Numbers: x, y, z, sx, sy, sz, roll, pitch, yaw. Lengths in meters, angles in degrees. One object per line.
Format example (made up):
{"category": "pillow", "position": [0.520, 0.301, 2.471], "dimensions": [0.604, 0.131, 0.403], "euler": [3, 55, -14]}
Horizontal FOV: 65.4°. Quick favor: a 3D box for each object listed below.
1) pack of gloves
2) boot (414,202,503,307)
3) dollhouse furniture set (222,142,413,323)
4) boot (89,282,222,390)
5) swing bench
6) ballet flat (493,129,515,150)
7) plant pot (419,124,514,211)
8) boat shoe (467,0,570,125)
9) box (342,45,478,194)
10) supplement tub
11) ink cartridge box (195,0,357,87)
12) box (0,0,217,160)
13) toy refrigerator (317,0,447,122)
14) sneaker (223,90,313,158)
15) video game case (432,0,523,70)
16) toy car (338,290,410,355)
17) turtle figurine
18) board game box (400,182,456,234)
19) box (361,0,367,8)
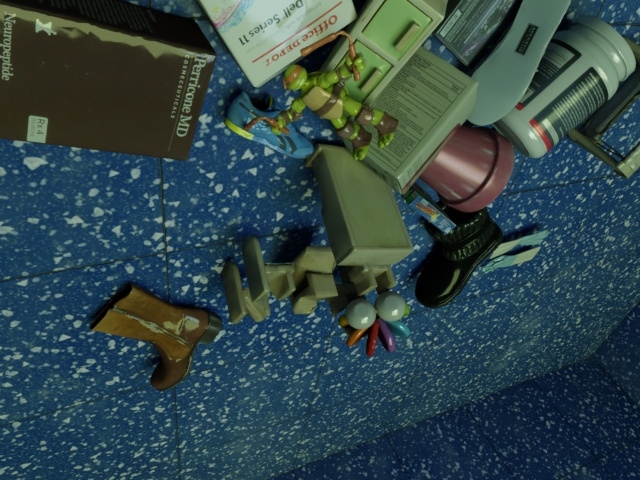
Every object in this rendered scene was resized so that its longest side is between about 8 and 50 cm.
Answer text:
{"category": "pack of gloves", "position": [0.659, 0.027, 1.713], "dimensions": [0.232, 0.046, 0.195], "euler": [-15, 149, -15]}
{"category": "boot", "position": [0.363, 0.032, 1.438], "dimensions": [0.348, 0.131, 0.260], "euler": [-52, 144, 7]}
{"category": "dollhouse furniture set", "position": [0.000, 0.000, 1.169], "dimensions": [0.362, 0.256, 0.394], "euler": [1, 151, -32]}
{"category": "boot", "position": [-0.414, 0.245, 1.197], "dimensions": [0.264, 0.096, 0.280], "euler": [-44, 138, 15]}
{"category": "swing bench", "position": [0.780, -0.318, 1.251], "dimensions": [0.165, 0.255, 0.253], "euler": [18, 120, -43]}
{"category": "ballet flat", "position": [0.493, -0.267, 1.273], "dimensions": [0.221, 0.077, 0.079], "euler": [-35, 161, 4]}
{"category": "plant pot", "position": [0.306, -0.187, 1.152], "dimensions": [0.180, 0.201, 0.201], "euler": [20, 119, -26]}
{"category": "boat shoe", "position": [0.400, -0.383, 1.026], "dimensions": [0.105, 0.113, 0.306], "euler": [-37, 151, -60]}
{"category": "box", "position": [0.175, -0.232, 0.980], "dimensions": [0.232, 0.148, 0.127], "euler": [-50, 163, 2]}
{"category": "supplement tub", "position": [0.524, -0.337, 1.118], "dimensions": [0.272, 0.191, 0.191], "euler": [-42, 139, 14]}
{"category": "ink cartridge box", "position": [-0.081, -0.384, 0.741], "dimensions": [0.207, 0.119, 0.353], "euler": [-34, 141, 2]}
{"category": "box", "position": [-0.362, -0.242, 0.697], "dimensions": [0.381, 0.143, 0.191], "euler": [0, 131, -35]}
{"category": "toy refrigerator", "position": [0.083, -0.316, 0.840], "dimensions": [0.102, 0.094, 0.269], "euler": [31, 139, -15]}
{"category": "sneaker", "position": [-0.080, -0.219, 0.953], "dimensions": [0.209, 0.069, 0.082], "euler": [16, 118, -42]}
{"category": "video game case", "position": [0.311, -0.435, 0.930], "dimensions": [0.196, 0.026, 0.274], "euler": [-51, 161, 22]}
{"category": "toy car", "position": [0.141, 0.214, 1.237], "dimensions": [0.182, 0.136, 0.159], "euler": [-13, 156, -6]}
{"category": "turtle figurine", "position": [0.009, -0.224, 0.840], "dimensions": [0.217, 0.087, 0.269], "euler": [32, 138, -28]}
{"category": "board game box", "position": [0.243, -0.102, 1.226], "dimensions": [0.035, 0.136, 0.201], "euler": [-45, 139, 16]}
{"category": "box", "position": [0.153, -0.451, 0.853], "dimensions": [0.147, 0.077, 0.180], "euler": [-19, 140, -15]}
